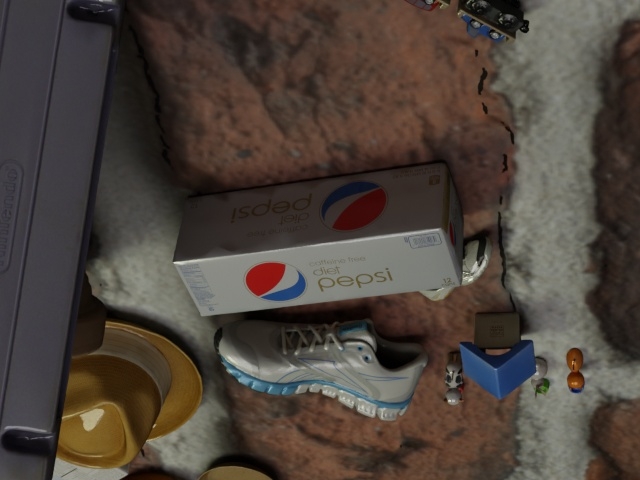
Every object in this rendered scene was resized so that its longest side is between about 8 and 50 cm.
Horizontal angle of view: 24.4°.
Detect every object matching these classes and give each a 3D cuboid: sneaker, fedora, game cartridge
[{"bbox_3d":[0.004,0.091,1.263,0.191,0.071,0.083,13,132,-19],"label":"sneaker"},{"bbox_3d":[-0.200,0.150,1.336,0.194,0.079,0.194,3,137,3],"label":"fedora"},{"bbox_3d":[-0.269,-0.024,0.998,0.230,0.355,0.068,9,178,2],"label":"game cartridge"},{"bbox_3d":[0.103,0.020,1.190,0.037,0.032,0.083,29,133,-23],"label":"sneaker"}]

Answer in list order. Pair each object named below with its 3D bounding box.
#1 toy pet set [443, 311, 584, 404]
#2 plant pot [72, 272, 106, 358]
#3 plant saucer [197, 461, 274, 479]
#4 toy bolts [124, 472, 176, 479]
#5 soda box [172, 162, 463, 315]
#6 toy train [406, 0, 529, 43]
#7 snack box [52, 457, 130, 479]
[{"bbox_3d":[0.164,0.119,1.266,0.122,0.065,0.114,-3,137,10],"label":"toy pet set"},{"bbox_3d":[-0.277,0.013,1.137,0.237,0.237,0.109,10,97,-4],"label":"plant pot"},{"bbox_3d":[-0.081,0.242,1.469,0.083,0.015,0.083,4,138,3],"label":"plant saucer"},{"bbox_3d":[-0.127,0.344,1.538,0.229,0.158,0.218,13,98,7],"label":"toy bolts"},{"bbox_3d":[0.000,0.000,1.150,0.216,0.073,0.069,-7,136,15],"label":"soda box"},{"bbox_3d":[0.070,-0.171,0.988,0.158,0.027,0.036,24,138,-18],"label":"toy train"},{"bbox_3d":[-0.272,0.244,1.490,0.178,0.022,0.064,-31,126,34],"label":"snack box"}]
